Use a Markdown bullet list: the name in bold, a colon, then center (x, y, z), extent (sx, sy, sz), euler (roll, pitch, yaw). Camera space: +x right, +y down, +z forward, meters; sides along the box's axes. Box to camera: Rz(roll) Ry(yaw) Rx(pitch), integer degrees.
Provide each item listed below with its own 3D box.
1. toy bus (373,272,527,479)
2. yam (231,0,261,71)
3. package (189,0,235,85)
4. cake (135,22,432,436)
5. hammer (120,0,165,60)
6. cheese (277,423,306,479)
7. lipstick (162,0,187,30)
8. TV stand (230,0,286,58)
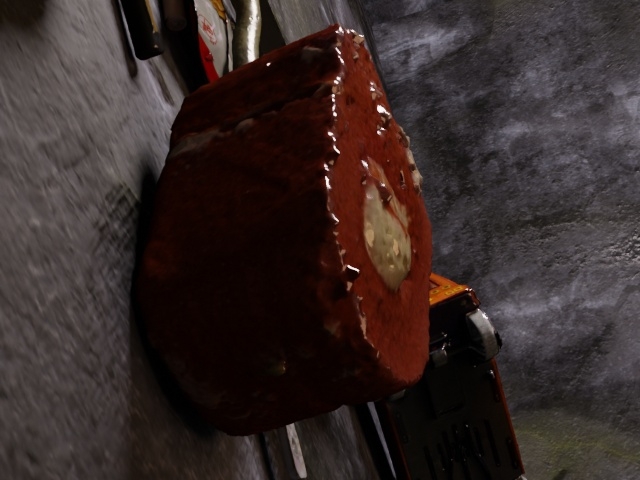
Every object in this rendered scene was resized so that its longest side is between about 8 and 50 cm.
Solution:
- **toy bus**: center (0.137, 0.210, 1.457), extent (0.153, 0.143, 0.329), euler (34, -35, 67)
- **yam**: center (-0.063, -0.203, 1.135), extent (0.029, 0.027, 0.234), euler (32, 40, -30)
- **package**: center (-0.100, -0.198, 1.127), extent (0.239, 0.030, 0.154), euler (-98, 170, -49)
- **cake**: center (-0.009, -0.002, 0.826), extent (0.177, 0.151, 0.283), euler (53, 24, -33)
- **hammer**: center (-0.147, -0.223, 0.898), extent (0.078, 0.021, 0.201), euler (26, 46, -79)
- **cheese**: center (-0.039, 0.083, 0.946), extent (0.097, 0.037, 0.192), euler (39, 34, -74)
- **lipstick**: center (-0.123, -0.212, 1.043), extent (0.019, 0.019, 0.094), euler (60, 16, -57)
- **TV stand**: center (-0.096, -0.299, 1.229), extent (0.049, 0.040, 0.256), euler (-125, -168, -77)
